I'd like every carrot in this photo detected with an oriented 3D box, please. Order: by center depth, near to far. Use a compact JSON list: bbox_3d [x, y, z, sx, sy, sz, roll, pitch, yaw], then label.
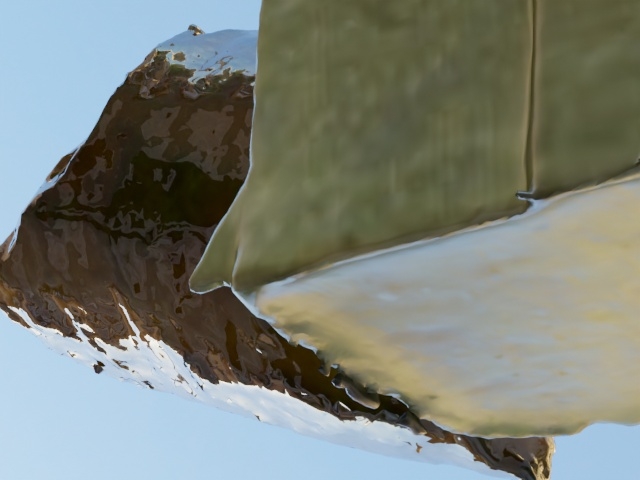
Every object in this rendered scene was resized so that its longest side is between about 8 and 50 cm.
[{"bbox_3d":[0.000,0.000,0.792,0.340,0.241,0.241,14,-80,24],"label":"carrot"}]

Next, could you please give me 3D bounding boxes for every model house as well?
[{"bbox_3d":[0.139,-0.079,0.530,0.321,0.261,0.266,-15,-117,25],"label":"model house"}]
